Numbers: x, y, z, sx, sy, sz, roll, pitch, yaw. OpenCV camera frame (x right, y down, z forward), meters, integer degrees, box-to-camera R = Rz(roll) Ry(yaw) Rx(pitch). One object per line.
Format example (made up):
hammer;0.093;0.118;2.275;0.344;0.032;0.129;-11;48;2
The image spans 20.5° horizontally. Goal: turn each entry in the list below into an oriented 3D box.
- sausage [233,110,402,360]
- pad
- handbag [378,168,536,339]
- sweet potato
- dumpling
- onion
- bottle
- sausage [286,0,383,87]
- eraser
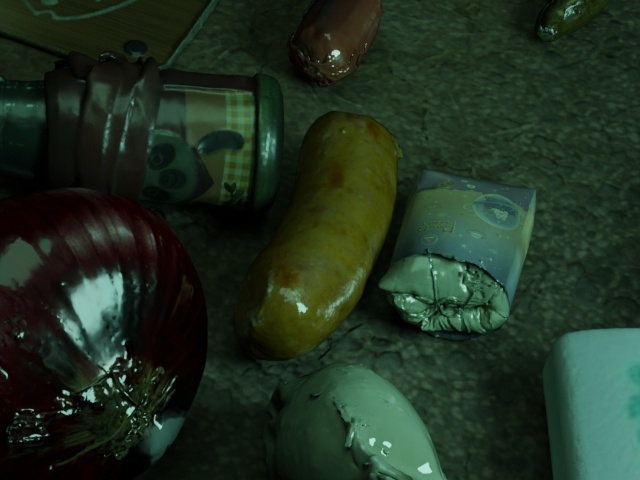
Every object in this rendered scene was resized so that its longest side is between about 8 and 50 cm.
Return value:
sausage;-0.001;0.001;1.561;0.109;0.109;0.270;17;46;9
pad;-0.240;-0.289;1.863;0.286;0.018;0.284;19;48;12
handbag;0.121;0.016;1.574;0.117;0.095;0.173;10;38;10
sweet potato;0.276;-0.291;1.899;0.081;0.062;0.233;-1;49;13
dumpling;0.046;0.178;1.378;0.172;0.142;0.247;20;6;-24
onion;-0.228;0.077;1.366;0.273;0.273;0.285;-31;37;-31
bottle;-0.173;-0.090;1.604;0.271;0.143;0.156;3;86;-8
sausage;0.016;-0.210;1.781;0.076;0.076;0.141;17;46;9
eraser;0.280;0.208;1.399;0.189;0.104;0.290;4;46;-4
